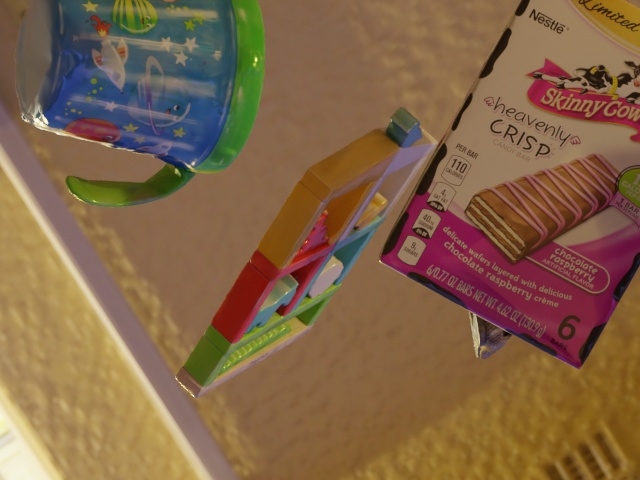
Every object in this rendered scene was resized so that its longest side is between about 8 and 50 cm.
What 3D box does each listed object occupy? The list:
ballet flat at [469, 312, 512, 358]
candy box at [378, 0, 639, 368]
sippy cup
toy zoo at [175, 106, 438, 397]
[{"bbox_3d":[0.215,0.100,1.763,0.058,0.084,0.250,-9,174,3],"label":"ballet flat"},{"bbox_3d":[0.163,-0.052,0.984,0.233,0.159,0.071,-62,180,4],"label":"candy box"},{"bbox_3d":[-0.209,-0.197,1.579,0.224,0.305,0.240,4,173,-29],"label":"sippy cup"},{"bbox_3d":[0.000,0.000,1.243,0.192,0.030,0.293,-27,155,-55],"label":"toy zoo"}]
